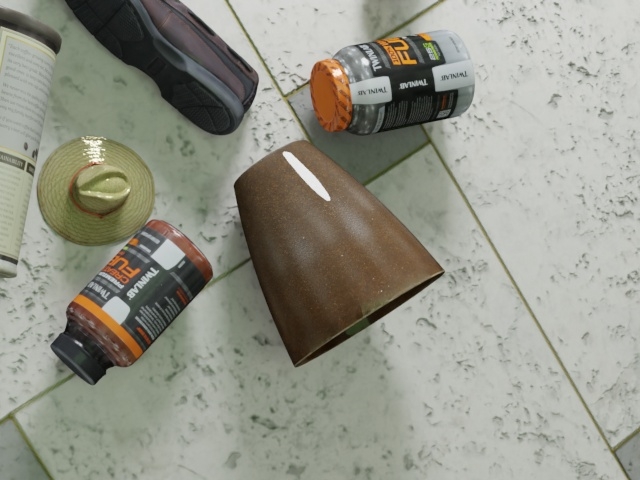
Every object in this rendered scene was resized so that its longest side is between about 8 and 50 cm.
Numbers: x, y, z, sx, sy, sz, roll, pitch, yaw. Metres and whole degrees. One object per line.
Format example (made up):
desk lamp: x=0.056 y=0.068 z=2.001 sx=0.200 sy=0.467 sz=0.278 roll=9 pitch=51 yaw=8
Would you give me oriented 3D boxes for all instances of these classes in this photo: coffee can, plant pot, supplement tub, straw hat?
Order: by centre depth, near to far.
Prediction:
coffee can: x=-0.408 y=-0.110 z=1.475 sx=0.202 sy=0.201 sz=0.275 roll=11 pitch=82 yaw=-19
supplement tub: x=-0.225 y=0.076 z=1.581 sx=0.106 sy=0.106 sz=0.198 roll=45 pitch=72 yaw=-12
straw hat: x=-0.261 y=-0.063 z=1.602 sx=0.145 sy=0.061 sz=0.144 roll=1 pitch=86 yaw=-21
plant pot: x=0.000 y=0.000 z=1.634 sx=0.215 sy=0.215 sz=0.230 roll=-29 pitch=83 yaw=-20
supplement tub: x=0.090 y=-0.199 z=1.714 sx=0.190 sy=0.117 sz=0.117 roll=-13 pitch=91 yaw=-22

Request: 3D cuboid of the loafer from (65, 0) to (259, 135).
loafer: x=-0.197 y=-0.259 z=1.632 sx=0.302 sy=0.109 sz=0.095 roll=45 pitch=53 yaw=-18
